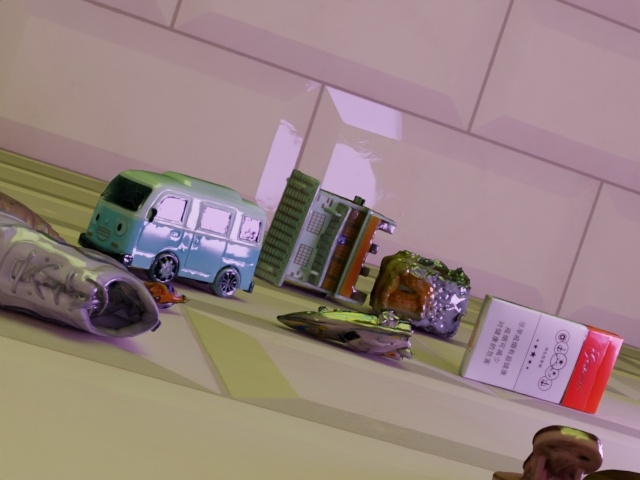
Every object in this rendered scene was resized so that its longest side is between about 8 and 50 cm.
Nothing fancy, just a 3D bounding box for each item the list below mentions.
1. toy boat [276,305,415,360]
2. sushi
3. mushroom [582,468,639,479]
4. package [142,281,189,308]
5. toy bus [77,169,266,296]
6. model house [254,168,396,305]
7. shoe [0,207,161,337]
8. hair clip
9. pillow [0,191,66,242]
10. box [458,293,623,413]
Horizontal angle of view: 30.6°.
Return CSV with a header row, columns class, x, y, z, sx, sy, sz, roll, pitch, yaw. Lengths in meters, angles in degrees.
class,x,y,z,sx,sy,sz,roll,pitch,yaw
toy boat,0.038,0.130,1.719,0.210,0.066,0.084,9,-30,-2
sushi,0.198,0.101,2.329,0.184,0.139,0.274,20,9,-2
mushroom,0.307,0.256,1.139,0.123,0.052,0.123,14,4,-1
package,-0.220,0.069,1.502,0.077,0.033,0.110,32,15,33
toy bus,-0.220,-0.019,1.808,0.271,0.165,0.133,15,5,-45
model house,0.000,0.000,2.320,0.215,0.224,0.198,21,4,-15
shoe,-0.275,0.038,1.187,0.245,0.095,0.137,24,-4,-38
hair clip,0.207,0.239,1.060,0.123,0.102,0.138,20,-29,1
pillow,-0.465,-0.039,1.499,0.223,0.084,0.236,18,0,35
box,0.351,0.183,1.858,0.245,0.139,0.035,16,7,-17
